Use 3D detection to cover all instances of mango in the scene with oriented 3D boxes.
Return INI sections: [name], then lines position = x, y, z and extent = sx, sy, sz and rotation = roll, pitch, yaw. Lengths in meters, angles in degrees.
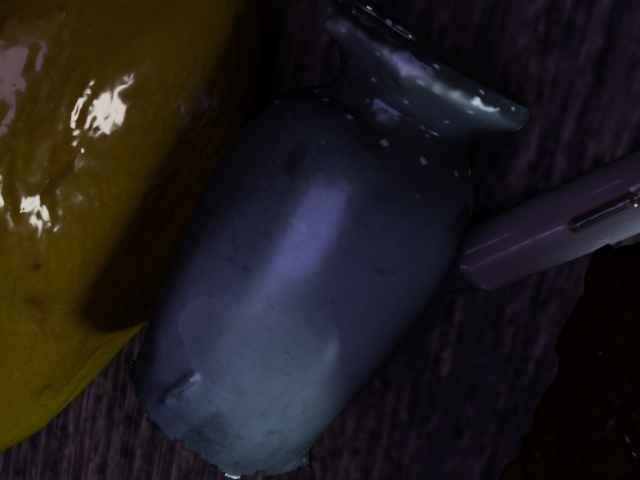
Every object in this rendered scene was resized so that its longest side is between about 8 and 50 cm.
[mango]
position = -0.120, -0.027, 0.496
extent = 0.119, 0.176, 0.317
rotation = 35, 115, 28

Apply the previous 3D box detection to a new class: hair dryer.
[hair dryer]
position = 0.124, -0.039, 0.476
extent = 0.220, 0.053, 0.195
rotation = -11, 98, 29

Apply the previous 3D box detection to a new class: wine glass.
[wine glass]
position = 0.000, 0.000, 0.475
extent = 0.111, 0.111, 0.204
rotation = 33, 105, 11

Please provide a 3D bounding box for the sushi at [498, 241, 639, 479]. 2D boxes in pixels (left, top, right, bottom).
[sushi]
position = 0.147, 0.166, 0.452
extent = 0.167, 0.179, 0.296
rotation = -36, 112, 2
